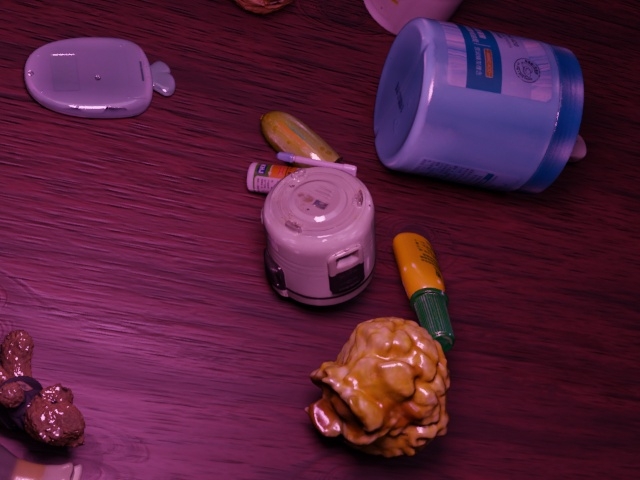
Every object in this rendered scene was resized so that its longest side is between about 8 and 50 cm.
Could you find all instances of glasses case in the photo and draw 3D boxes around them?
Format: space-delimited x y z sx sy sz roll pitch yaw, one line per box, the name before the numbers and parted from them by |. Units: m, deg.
glasses case | 0.542 -0.225 2.123 0.193 0.049 0.074 1 66 -19

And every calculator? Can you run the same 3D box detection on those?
calculator | -0.442 -0.331 1.811 0.299 0.041 0.185 -3 67 -20

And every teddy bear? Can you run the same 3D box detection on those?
teddy bear | -0.486 0.255 1.472 0.251 0.129 0.182 40 15 24

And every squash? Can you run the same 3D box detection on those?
squash | -0.049 -0.204 1.869 0.188 0.095 0.095 45 59 5

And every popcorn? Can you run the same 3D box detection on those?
popcorn | 0.111 0.266 1.607 0.258 0.270 0.224 37 22 -41

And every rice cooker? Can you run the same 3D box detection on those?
rice cooker | 0.000 0.000 1.706 0.226 0.244 0.226 -1 52 1

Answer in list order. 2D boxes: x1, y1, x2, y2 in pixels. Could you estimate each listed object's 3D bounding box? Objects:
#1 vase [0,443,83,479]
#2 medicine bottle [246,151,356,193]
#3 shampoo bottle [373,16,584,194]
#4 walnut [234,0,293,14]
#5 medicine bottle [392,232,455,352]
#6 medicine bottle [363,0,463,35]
vase | -0.542 0.355 1.386 0.321 0.173 0.173 21 60 -16
medicine bottle | -0.035 -0.127 1.794 0.221 0.092 0.061 9 33 11
shampoo bottle | 0.321 -0.282 1.908 0.343 0.331 0.331 8 64 -15
walnut | -0.137 -0.595 1.997 0.238 0.141 0.204 -34 92 -32
medicine bottle | 0.207 0.098 1.756 0.111 0.076 0.309 34 25 -27
medicine bottle | 0.241 -0.629 2.097 0.238 0.232 0.238 9 63 -18
